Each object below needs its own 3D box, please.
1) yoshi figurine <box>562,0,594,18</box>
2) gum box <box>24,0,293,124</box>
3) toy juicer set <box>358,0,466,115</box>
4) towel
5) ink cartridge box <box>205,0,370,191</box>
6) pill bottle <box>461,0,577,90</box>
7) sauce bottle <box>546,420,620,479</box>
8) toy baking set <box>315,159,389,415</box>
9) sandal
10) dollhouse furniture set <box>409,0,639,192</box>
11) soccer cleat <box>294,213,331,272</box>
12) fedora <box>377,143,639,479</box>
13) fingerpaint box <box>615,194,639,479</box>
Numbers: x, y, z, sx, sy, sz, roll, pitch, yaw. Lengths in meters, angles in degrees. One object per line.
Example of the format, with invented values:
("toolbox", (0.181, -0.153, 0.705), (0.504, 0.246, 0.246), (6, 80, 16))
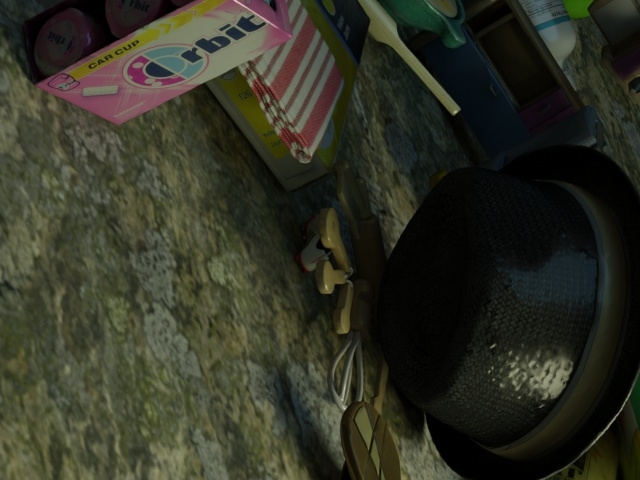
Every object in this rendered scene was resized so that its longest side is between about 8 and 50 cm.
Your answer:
("yoshi figurine", (0.313, -0.380, 2.485), (0.362, 0.203, 0.203), (-22, 104, -67))
("gum box", (-0.122, -0.167, 1.418), (0.107, 0.188, 0.062), (25, 47, -55))
("toy juicer set", (0.086, -0.309, 2.020), (0.209, 0.089, 0.329), (38, 28, -32))
("towel", (-0.046, -0.180, 1.628), (0.197, 0.029, 0.144), (58, 30, -23))
("ink cartridge box", (-0.070, -0.248, 1.740), (0.307, 0.072, 0.304), (55, 28, -26))
("pill bottle", (0.224, -0.287, 2.254), (0.146, 0.146, 0.264), (-20, 87, -65))
("sauce bottle", (0.233, 0.284, 1.807), (0.111, 0.111, 0.344), (57, 25, -17))
("toy baking set", (0.029, 0.059, 1.670), (0.197, 0.030, 0.256), (-51, 132, -64))
("sandal", (0.043, 0.226, 1.570), (0.072, 0.049, 0.180), (-52, 129, -56))
("dollhouse furniture set", (0.233, -0.168, 2.008), (0.198, 0.286, 0.303), (56, 19, -11))
("soccer cleat", (0.000, 0.000, 1.690), (0.029, 0.035, 0.083), (55, 27, -21))
("fedora", (0.155, 0.054, 1.674), (0.152, 0.334, 0.334), (20, 49, -36))
("fingerpaint box", (0.404, 0.195, 1.976), (0.445, 0.163, 0.371), (68, 8, -65))
